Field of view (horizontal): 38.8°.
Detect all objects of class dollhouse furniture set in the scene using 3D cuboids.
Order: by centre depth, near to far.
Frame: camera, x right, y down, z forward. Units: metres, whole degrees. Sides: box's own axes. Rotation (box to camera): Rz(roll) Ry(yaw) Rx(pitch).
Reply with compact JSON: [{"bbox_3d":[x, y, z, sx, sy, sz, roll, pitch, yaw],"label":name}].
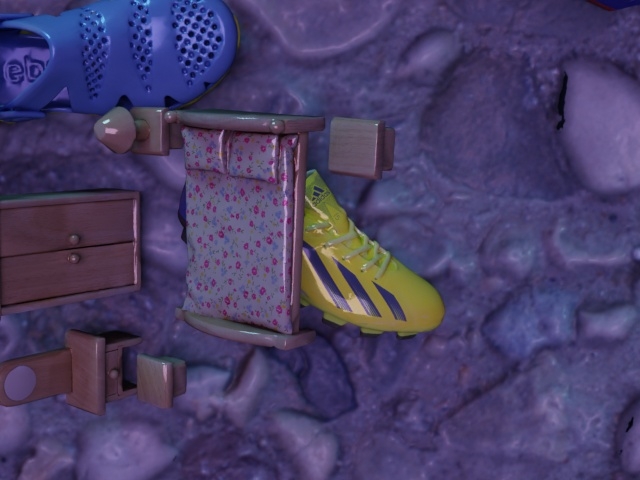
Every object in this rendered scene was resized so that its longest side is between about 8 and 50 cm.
[{"bbox_3d":[-0.132,0.041,0.774,0.355,0.174,0.303,9,101,38],"label":"dollhouse furniture set"}]

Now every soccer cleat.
[{"bbox_3d":[-0.001,0.000,0.889,0.289,0.093,0.121,26,111,0],"label":"soccer cleat"}]

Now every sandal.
[{"bbox_3d":[-0.233,-0.169,0.859,0.317,0.138,0.126,-12,95,1],"label":"sandal"}]

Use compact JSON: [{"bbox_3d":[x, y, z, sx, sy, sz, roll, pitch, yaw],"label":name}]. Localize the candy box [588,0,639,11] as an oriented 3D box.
[{"bbox_3d":[0.237,-0.409,0.821,0.268,0.122,0.317,26,96,-3],"label":"candy box"}]
